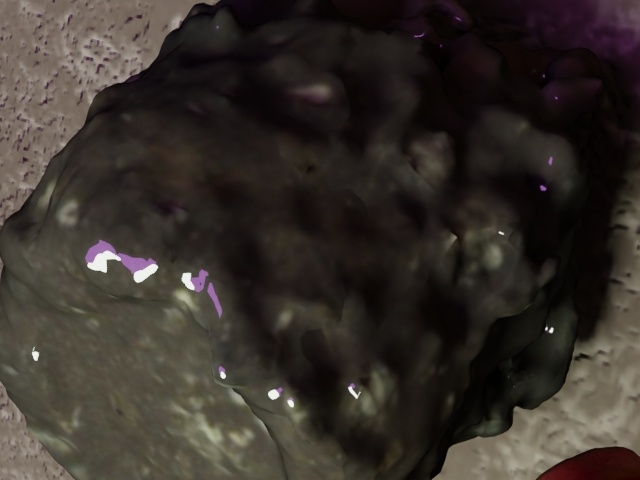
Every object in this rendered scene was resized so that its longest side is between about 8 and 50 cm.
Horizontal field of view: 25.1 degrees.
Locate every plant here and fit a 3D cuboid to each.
[{"bbox_3d":[0.000,0.000,0.528,0.204,0.234,0.178,31,139,11],"label":"plant"}]

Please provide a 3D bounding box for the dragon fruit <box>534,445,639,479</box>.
[{"bbox_3d":[0.167,0.146,0.430,0.269,0.200,0.198,-13,79,3],"label":"dragon fruit"}]
